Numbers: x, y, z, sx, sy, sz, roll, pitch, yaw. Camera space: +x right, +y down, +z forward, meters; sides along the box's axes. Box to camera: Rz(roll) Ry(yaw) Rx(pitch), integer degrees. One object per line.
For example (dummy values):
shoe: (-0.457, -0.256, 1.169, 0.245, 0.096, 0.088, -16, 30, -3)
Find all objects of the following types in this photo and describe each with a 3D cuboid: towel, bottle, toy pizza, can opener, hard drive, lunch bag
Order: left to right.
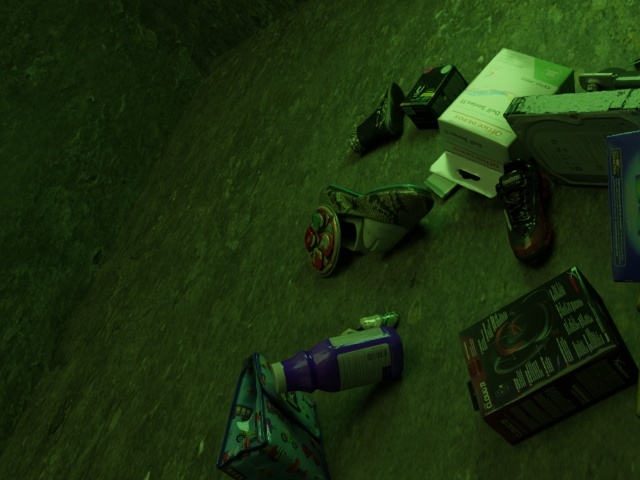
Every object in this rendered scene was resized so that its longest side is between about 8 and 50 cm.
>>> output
lunch bag: (-0.096, 0.400, 1.683, 0.138, 0.221, 0.293, -32, 33, 22)
toy pizza: (0.000, 0.000, 2.129, 0.201, 0.032, 0.201, -5, 84, 64)
bottle: (0.037, 0.267, 1.657, 0.283, 0.118, 0.092, -12, 28, -12)
towel: (0.355, -0.178, 2.024, 0.152, 0.023, 0.113, -42, 32, 3)
hard drive: (0.564, -0.200, 1.564, 0.339, 0.237, 0.064, 10, 61, 55)
can opener: (0.707, -0.362, 1.742, 0.093, 0.074, 0.280, -51, 30, -10)

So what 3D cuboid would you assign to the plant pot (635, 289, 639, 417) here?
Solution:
plant pot: (0.576, 0.171, 1.115, 0.254, 0.254, 0.238, 8, 76, 55)

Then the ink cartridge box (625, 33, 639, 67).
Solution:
ink cartridge box: (0.789, -0.471, 1.740, 0.209, 0.062, 0.109, -22, 9, 36)

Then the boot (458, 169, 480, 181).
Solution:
boot: (0.370, -0.202, 1.939, 0.106, 0.082, 0.219, -44, 41, -4)

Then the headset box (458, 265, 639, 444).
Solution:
headset box: (0.393, 0.214, 1.401, 0.293, 0.110, 0.218, -34, 31, 19)

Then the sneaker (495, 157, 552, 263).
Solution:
sneaker: (0.438, -0.075, 1.675, 0.098, 0.135, 0.276, -22, 39, 33)

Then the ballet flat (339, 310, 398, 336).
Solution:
ballet flat: (0.098, 0.221, 1.815, 0.188, 0.070, 0.070, -40, 30, 10)

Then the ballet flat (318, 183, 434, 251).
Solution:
ballet flat: (0.131, -0.055, 2.054, 0.483, 0.164, 0.182, 9, 81, 62)

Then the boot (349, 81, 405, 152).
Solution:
boot: (0.179, -0.389, 2.436, 0.179, 0.085, 0.236, -28, 35, 33)

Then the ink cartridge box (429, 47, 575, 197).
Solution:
ink cartridge box: (0.428, -0.286, 1.845, 0.207, 0.119, 0.353, 29, 67, 34)

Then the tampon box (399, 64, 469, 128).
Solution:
tampon box: (0.337, -0.420, 2.253, 0.120, 0.101, 0.161, 10, 61, 55)

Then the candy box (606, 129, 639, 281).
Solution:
candy box: (0.651, -0.062, 1.272, 0.317, 0.122, 0.268, -3, 88, 52)
